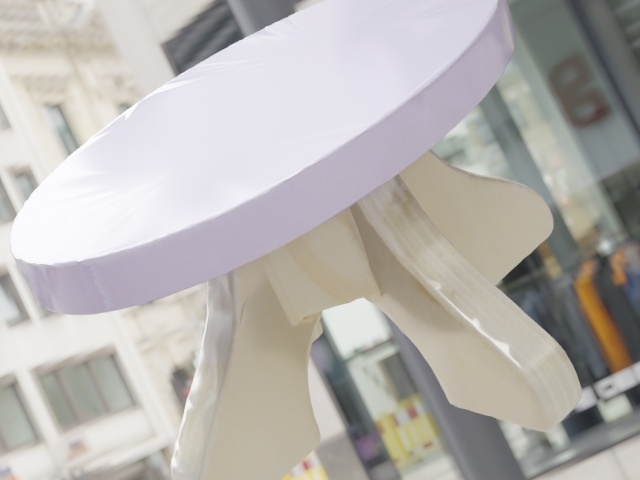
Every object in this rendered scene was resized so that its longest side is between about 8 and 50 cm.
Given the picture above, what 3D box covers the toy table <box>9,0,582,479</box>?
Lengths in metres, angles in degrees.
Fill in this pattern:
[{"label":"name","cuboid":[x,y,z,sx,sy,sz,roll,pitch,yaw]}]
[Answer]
[{"label":"toy table","cuboid":[0.000,0.000,0.818,0.274,0.161,0.252,-32,27,-19]}]
